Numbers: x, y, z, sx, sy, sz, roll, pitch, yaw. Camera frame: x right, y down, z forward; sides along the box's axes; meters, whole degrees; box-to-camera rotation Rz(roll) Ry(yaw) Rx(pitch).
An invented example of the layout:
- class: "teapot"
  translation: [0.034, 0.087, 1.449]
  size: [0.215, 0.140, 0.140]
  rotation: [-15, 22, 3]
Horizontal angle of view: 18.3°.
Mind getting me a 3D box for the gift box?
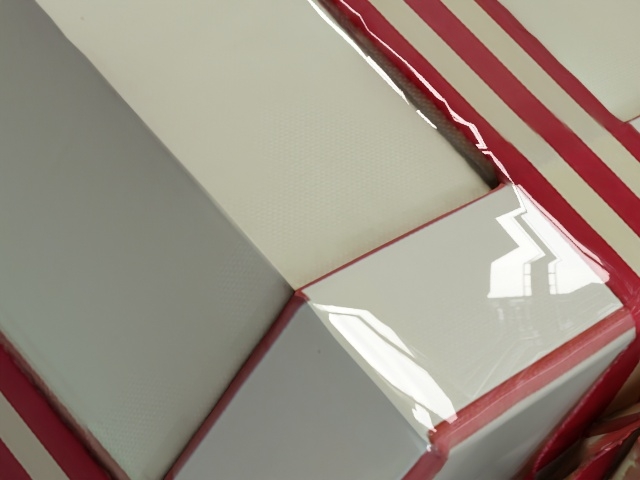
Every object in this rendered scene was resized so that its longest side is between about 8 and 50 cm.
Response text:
- class: "gift box"
  translation: [0.000, 0.000, 0.578]
  size: [0.276, 0.258, 0.255]
  rotation: [-27, -21, -41]
